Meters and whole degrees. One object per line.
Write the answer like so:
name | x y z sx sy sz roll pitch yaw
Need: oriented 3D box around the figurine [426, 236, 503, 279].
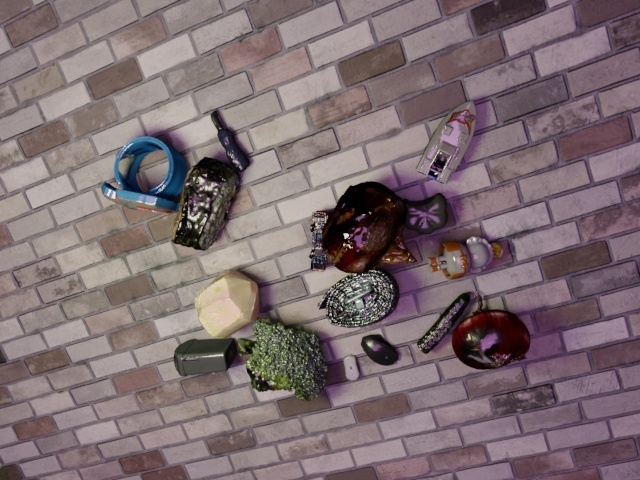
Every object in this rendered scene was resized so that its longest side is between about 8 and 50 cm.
figurine | 0.520 0.061 1.745 0.272 0.143 0.143 -9 102 12

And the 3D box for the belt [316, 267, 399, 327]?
belt | 0.155 0.224 1.835 0.295 0.160 0.206 -34 77 14

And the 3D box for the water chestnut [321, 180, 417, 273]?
water chestnut | 0.180 -0.017 1.686 0.347 0.335 0.335 35 106 5

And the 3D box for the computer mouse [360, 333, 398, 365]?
computer mouse | 0.235 0.440 1.928 0.172 0.057 0.099 37 105 -4

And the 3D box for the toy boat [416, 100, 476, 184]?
toy boat | 0.450 -0.347 1.684 0.129 0.088 0.295 27 107 2

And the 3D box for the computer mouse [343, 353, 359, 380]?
computer mouse | 0.125 0.512 1.978 0.056 0.032 0.110 -11 91 11

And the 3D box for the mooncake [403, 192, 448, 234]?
mooncake | 0.374 -0.104 1.752 0.175 0.104 0.168 -44 88 13

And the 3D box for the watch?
watch | -0.672 -0.249 1.847 0.306 0.241 0.274 12 89 9

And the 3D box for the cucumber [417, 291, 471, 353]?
cucumber | 0.479 0.311 1.854 0.068 0.067 0.293 36 106 0

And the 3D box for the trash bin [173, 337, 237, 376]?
trash bin | -0.479 0.475 1.997 0.237 0.176 0.101 -6 101 8

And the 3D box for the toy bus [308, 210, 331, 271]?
toy bus | 0.000 0.000 1.840 0.074 0.096 0.234 6 105 9

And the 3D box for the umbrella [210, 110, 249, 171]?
umbrella | -0.351 -0.370 1.831 0.071 0.071 0.248 -33 92 15

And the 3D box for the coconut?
coconut | -0.349 0.236 1.888 0.245 0.233 0.233 -38 95 17

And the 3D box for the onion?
onion | 0.613 0.339 1.784 0.274 0.284 0.273 -4 139 -4

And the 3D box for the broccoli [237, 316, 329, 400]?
broccoli | -0.147 0.458 1.889 0.318 0.338 0.276 6 76 29

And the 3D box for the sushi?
sushi | -0.438 -0.138 1.829 0.171 0.211 0.349 23 101 8
